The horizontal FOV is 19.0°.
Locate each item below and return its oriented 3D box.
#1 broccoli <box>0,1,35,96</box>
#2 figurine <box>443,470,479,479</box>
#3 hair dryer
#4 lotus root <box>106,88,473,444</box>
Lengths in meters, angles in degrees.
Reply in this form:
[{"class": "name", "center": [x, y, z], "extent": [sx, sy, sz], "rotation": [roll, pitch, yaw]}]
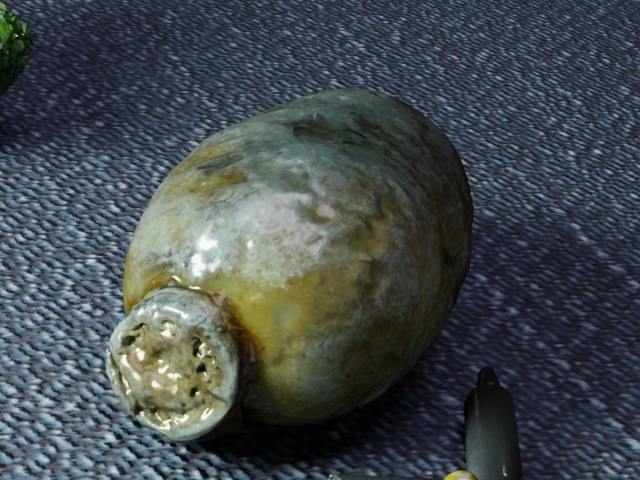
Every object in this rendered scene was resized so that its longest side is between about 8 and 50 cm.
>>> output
[{"class": "broccoli", "center": [-0.321, -0.178, 1.287], "extent": [0.269, 0.241, 0.261], "rotation": [32, -6, -26]}, {"class": "figurine", "center": [0.076, 0.160, 0.914], "extent": [0.143, 0.068, 0.101], "rotation": [-6, 55, -33]}, {"class": "hair dryer", "center": [0.075, 0.115, 1.037], "extent": [0.173, 0.050, 0.195], "rotation": [6, 21, -14]}, {"class": "lotus root", "center": [0.001, -0.002, 1.110], "extent": [0.175, 0.175, 0.349], "rotation": [18, 27, 14]}]
